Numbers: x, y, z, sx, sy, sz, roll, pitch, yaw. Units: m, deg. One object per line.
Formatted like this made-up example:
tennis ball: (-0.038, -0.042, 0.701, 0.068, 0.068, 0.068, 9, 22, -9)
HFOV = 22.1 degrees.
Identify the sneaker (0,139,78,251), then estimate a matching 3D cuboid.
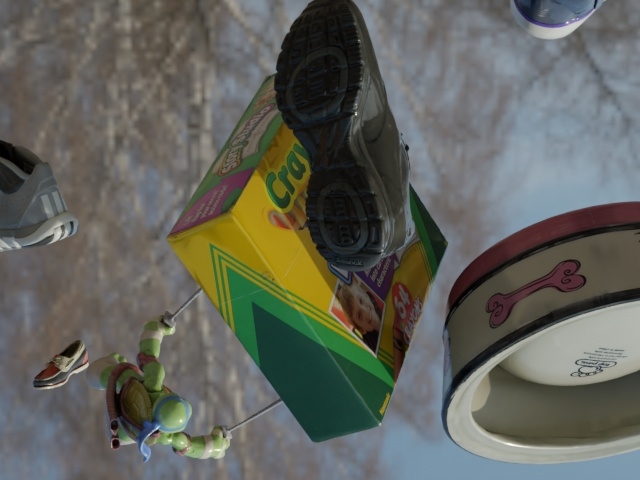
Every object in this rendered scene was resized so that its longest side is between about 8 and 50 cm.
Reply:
sneaker: (-0.388, -0.053, 1.947, 0.229, 0.132, 0.086, -10, -170, 35)

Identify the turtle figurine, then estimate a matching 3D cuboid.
turtle figurine: (-0.200, 0.209, 2.305, 0.266, 0.198, 0.274, -7, -134, 58)

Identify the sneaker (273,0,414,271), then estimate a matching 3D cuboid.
sneaker: (0.033, -0.114, 1.710, 0.109, 0.286, 0.130, -5, -177, 31)

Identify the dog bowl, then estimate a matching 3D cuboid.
dog bowl: (0.326, 0.107, 1.909, 0.408, 0.408, 0.150, -4, -122, -13)

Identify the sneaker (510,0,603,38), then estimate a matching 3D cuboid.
sneaker: (0.338, -0.391, 1.848, 0.130, 0.236, 0.323, 36, -116, 12)

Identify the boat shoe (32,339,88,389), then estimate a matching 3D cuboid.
boat shoe: (-0.416, 0.200, 2.614, 0.049, 0.043, 0.137, 4, -161, 26)

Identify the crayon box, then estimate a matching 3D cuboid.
crayon box: (0.000, 0.000, 1.931, 0.106, 0.313, 0.363, -19, -153, 30)
